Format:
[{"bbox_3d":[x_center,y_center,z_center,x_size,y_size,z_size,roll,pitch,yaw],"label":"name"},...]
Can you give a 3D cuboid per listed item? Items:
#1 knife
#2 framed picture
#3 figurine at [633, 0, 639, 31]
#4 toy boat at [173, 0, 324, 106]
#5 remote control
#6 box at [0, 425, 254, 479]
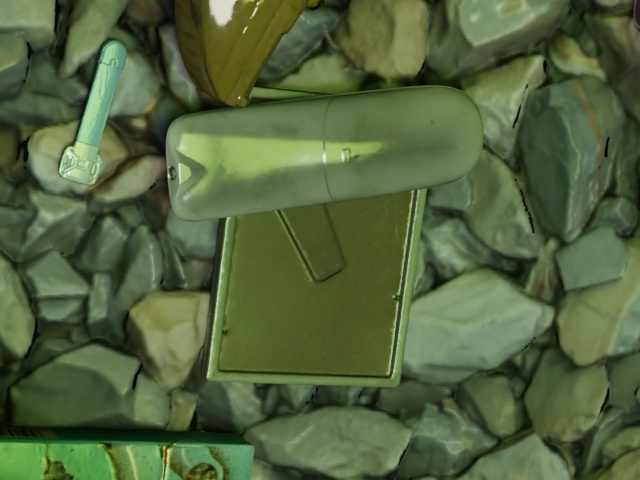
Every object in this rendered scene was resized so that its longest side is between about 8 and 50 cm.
[{"bbox_3d":[-0.144,-0.083,1.169,0.027,0.010,0.096,17,90,-26],"label":"knife"},{"bbox_3d":[0.000,0.000,1.248,0.150,0.015,0.203,3,99,-25],"label":"framed picture"},{"bbox_3d":[0.304,-0.138,1.317,0.156,0.095,0.114,18,81,-23],"label":"figurine"},{"bbox_3d":[0.015,-0.227,1.173,0.121,0.089,0.321,35,85,-38],"label":"toy boat"},{"bbox_3d":[0.009,-0.058,1.207,0.229,0.044,0.073,-8,106,-23],"label":"remote control"},{"bbox_3d":[-0.162,0.204,1.196,0.229,0.041,0.162,5,98,-25],"label":"box"}]
